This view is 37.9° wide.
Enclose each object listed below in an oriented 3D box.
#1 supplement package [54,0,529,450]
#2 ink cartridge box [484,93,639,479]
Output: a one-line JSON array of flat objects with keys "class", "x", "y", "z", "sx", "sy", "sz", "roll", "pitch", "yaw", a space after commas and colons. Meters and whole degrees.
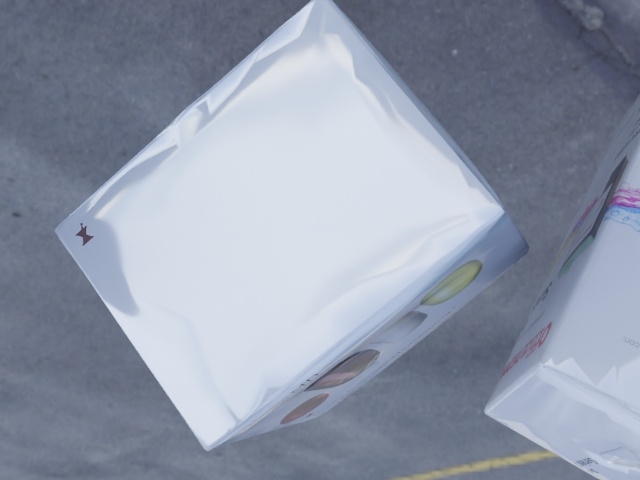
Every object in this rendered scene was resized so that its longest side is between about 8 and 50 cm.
[{"class": "supplement package", "x": 0.000, "y": 0.000, "z": 0.555, "sx": 0.194, "sy": 0.149, "sz": 0.203, "roll": -40, "pitch": 165, "yaw": 9}, {"class": "ink cartridge box", "x": 0.233, "y": 0.013, "z": 0.644, "sx": 0.117, "sy": 0.278, "sz": 0.201, "roll": 26, "pitch": 163, "yaw": 9}]
